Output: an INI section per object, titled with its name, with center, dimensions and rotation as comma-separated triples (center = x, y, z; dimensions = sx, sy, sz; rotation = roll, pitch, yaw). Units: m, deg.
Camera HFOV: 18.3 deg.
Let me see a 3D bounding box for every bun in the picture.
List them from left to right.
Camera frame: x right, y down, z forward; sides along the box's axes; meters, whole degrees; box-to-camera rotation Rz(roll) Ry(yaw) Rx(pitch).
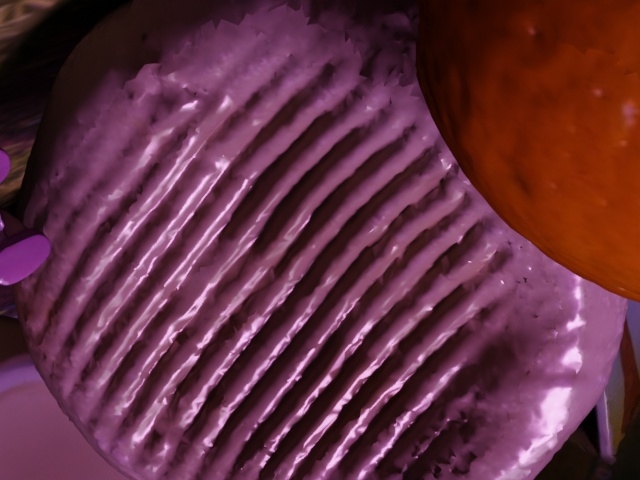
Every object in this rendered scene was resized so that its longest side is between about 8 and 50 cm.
[bun]
center = 0.006, -0.003, 0.700
dimensions = 0.231, 0.231, 0.133
rotation = -29, -171, 28

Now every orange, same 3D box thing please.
[orange]
center = 0.126, -0.082, 0.531
dimensions = 0.219, 0.193, 0.219
rotation = -63, 173, -14

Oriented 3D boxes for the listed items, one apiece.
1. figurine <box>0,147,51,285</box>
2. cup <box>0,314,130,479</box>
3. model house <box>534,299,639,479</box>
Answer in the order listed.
[figurine]
center = -0.183, 0.010, 0.654
dimensions = 0.156, 0.094, 0.115
rotation = -35, -157, -23
[cup]
center = -0.166, 0.155, 0.868
dimensions = 0.202, 0.255, 0.173
rotation = -8, -153, 41
[model house]
center = 0.000, 0.000, 0.977
dimensions = 0.300, 0.340, 0.323
rotation = 13, 164, 32
